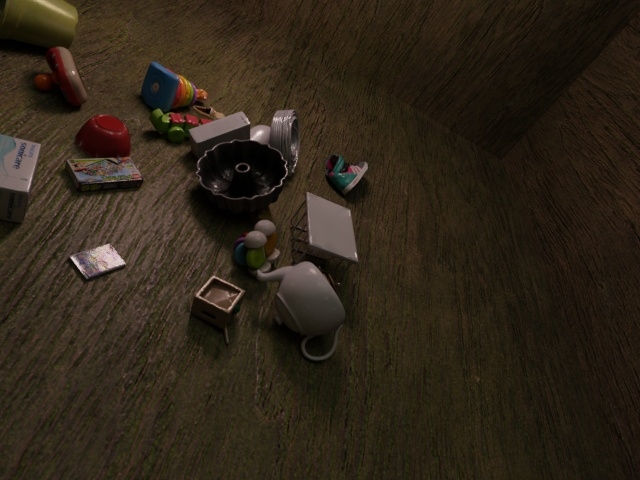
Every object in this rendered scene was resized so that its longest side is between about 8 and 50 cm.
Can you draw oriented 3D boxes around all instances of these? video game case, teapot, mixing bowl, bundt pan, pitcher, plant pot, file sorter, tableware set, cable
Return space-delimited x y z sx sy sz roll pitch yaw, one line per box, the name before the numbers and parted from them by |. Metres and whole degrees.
video game case | -0.618 0.058 1.331 0.087 0.011 0.122 46 37 13
teapot | -0.053 0.206 1.484 0.187 0.252 0.256 -33 44 -12
mixing bowl | -0.732 -0.367 1.642 0.182 0.098 0.181 23 37 -19
bundt pan | -0.284 -0.223 1.756 0.331 0.124 0.330 3 50 -3
pitcher | -0.262 -0.396 2.048 0.178 0.125 0.207 44 46 0
plant pot | -1.072 -0.842 1.791 0.254 0.276 0.276 9 43 -49
file sorter | 0.000 0.000 1.763 0.193 0.173 0.277 20 39 -22
tableware set | 0.047 0.174 1.609 0.039 0.194 0.128 -23 54 -5
cable | -0.150 -0.435 2.067 0.089 0.257 0.257 5 44 10

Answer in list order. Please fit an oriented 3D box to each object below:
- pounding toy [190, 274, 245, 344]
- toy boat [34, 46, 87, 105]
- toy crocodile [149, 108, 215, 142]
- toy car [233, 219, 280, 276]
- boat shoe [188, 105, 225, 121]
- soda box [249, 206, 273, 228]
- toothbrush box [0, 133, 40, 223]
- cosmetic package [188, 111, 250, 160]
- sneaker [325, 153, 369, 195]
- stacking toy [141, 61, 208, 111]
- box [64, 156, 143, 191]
pounding toy | -0.290 0.199 1.386 0.141 0.100 0.130 26 35 4
toy boat | -0.937 -0.578 1.703 0.151 0.151 0.231 -21 60 -17
toy crocodile | -0.513 -0.452 1.910 0.341 0.105 0.115 2 48 -38
toy car | -0.223 0.024 1.603 0.136 0.159 0.182 6 32 17
boat shoe | -0.485 -0.551 2.083 0.170 0.059 0.063 -6 53 -43
soda box | -0.235 -0.124 1.809 0.061 0.058 0.181 8 45 -32
toothbrush box | -0.923 -0.187 1.259 0.296 0.126 0.216 11 42 -30
cosmetic package | -0.392 -0.407 1.876 0.231 0.117 0.085 -25 64 -23
sneaker | 0.116 -0.348 2.302 0.178 0.124 0.295 43 36 -6
stacking toy | -0.590 -0.631 2.033 0.175 0.165 0.302 35 22 18
box | -0.698 -0.217 1.553 0.207 0.036 0.114 -15 59 -47
